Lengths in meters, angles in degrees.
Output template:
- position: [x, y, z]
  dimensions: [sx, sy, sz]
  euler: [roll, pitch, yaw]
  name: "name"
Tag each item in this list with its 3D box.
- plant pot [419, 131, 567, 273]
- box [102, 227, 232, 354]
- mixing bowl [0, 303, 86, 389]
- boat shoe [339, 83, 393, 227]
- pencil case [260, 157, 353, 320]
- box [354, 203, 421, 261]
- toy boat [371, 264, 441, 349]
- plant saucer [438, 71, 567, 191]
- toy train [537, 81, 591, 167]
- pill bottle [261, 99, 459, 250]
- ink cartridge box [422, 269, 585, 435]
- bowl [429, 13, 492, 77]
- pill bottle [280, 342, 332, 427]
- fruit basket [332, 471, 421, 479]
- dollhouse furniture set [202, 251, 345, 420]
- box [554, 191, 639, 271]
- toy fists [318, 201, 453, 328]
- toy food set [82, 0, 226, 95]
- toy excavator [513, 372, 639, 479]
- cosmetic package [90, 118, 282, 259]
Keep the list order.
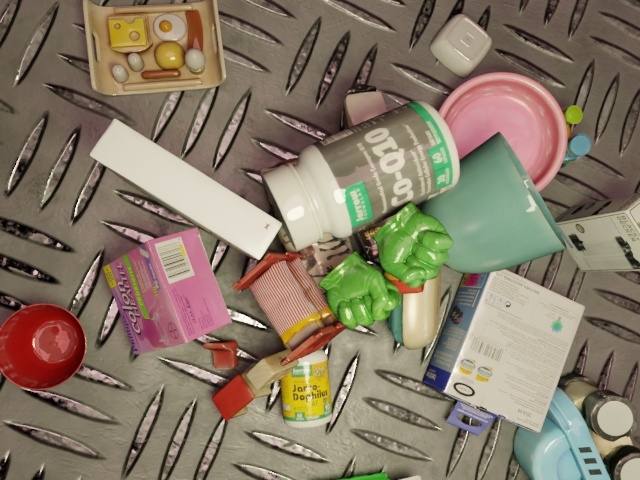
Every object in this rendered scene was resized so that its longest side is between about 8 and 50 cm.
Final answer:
- position: [0.371, -0.058, 1.193]
  dimensions: [0.235, 0.293, 0.293]
  euler: [-31, 92, 24]
  name: "plant pot"
- position: [-0.334, 0.113, 1.127]
  dimensions: [0.117, 0.243, 0.213]
  euler: [-20, 90, -44]
  name: "box"
- position: [-0.597, 0.228, 1.156]
  dimensions: [0.182, 0.098, 0.181]
  euler: [1, 85, -9]
  name: "mixing bowl"
- position: [0.124, -0.189, 1.272]
  dimensions: [0.127, 0.158, 0.340]
  euler: [-8, 83, -6]
  name: "boat shoe"
- position: [0.000, 0.000, 1.243]
  dimensions: [0.184, 0.160, 0.410]
  euler: [-17, 89, -18]
  name: "pencil case"
- position: [0.185, -0.072, 1.333]
  dimensions: [0.231, 0.056, 0.183]
  euler: [-22, 90, -11]
  name: "box"
- position: [0.187, 0.112, 1.217]
  dimensions: [0.148, 0.318, 0.267]
  euler: [1, 76, 22]
  name: "toy boat"
- position: [0.449, -0.255, 1.349]
  dimensions: [0.332, 0.084, 0.331]
  euler: [0, 91, 3]
  name: "plant saucer"
- position: [0.626, -0.320, 1.382]
  dimensions: [0.105, 0.143, 0.247]
  euler: [-8, 87, -11]
  name: "toy train"
- position: [0.079, -0.128, 1.077]
  dimensions: [0.361, 0.204, 0.204]
  euler: [-25, 90, -6]
  name: "pill bottle"
- position: [0.437, 0.287, 1.303]
  dimensions: [0.270, 0.151, 0.395]
  euler: [25, 81, -7]
  name: "ink cartridge box"
- position: [0.381, -0.526, 1.402]
  dimensions: [0.142, 0.053, 0.142]
  euler: [39, 80, -4]
  name: "bowl"
- position: [-0.037, 0.320, 1.236]
  dimensions: [0.118, 0.117, 0.208]
  euler: [-4, 86, -10]
  name: "pill bottle"
- position: [0.090, 0.735, 1.207]
  dimensions: [0.327, 0.165, 0.352]
  euler: [-3, 90, -10]
  name: "fruit basket"
- position: [-0.141, 0.215, 1.134]
  dimensions: [0.374, 0.152, 0.201]
  euler: [-43, 73, 20]
  name: "dollhouse furniture set"
- position: [0.725, -0.014, 1.304]
  dimensions: [0.087, 0.290, 0.169]
  euler: [-35, 93, -11]
  name: "box"
- position: [0.129, 0.061, 1.025]
  dimensions: [0.279, 0.096, 0.142]
  euler: [-43, 83, 13]
  name: "toy fists"
- position: [-0.389, -0.472, 1.245]
  dimensions: [0.306, 0.092, 0.219]
  euler: [-7, 87, -11]
  name: "toy food set"
- position: [0.566, 0.601, 1.298]
  dimensions: [0.445, 0.222, 0.432]
  euler: [-23, 90, 3]
  name: "toy excavator"
- position: [-0.273, -0.090, 1.141]
  dimensions: [0.377, 0.284, 0.097]
  euler: [32, 81, -6]
  name: "cosmetic package"
